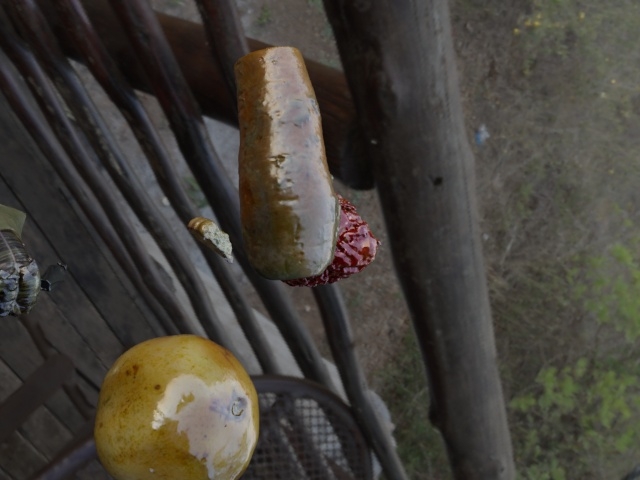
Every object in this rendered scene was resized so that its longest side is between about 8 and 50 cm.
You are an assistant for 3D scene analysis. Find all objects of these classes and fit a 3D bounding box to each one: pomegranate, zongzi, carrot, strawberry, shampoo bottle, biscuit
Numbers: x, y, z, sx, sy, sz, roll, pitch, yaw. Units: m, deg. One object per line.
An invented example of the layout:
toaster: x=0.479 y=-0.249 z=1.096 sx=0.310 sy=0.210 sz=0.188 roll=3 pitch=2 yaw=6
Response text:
pomegranate: x=-0.351 y=0.432 z=1.809 sx=0.417 sy=0.417 sz=0.416 roll=-26 pitch=130 yaw=-36
zongzi: x=-0.559 y=0.017 z=1.375 sx=0.317 sy=0.289 sz=0.154 roll=-22 pitch=138 yaw=-63
carrot: x=-0.051 y=-0.097 z=1.007 sx=0.139 sy=0.139 sz=0.302 roll=-10 pitch=89 yaw=-45
strawberry: x=0.000 y=0.000 z=1.254 sx=0.187 sy=0.201 sz=0.184 roll=85 pitch=28 yaw=-45
shampoo bottle: x=-0.590 y=0.079 z=1.680 sx=0.027 sy=0.137 sz=0.048 roll=-34 pitch=102 yaw=7
biscuit: x=-0.286 y=-0.015 z=1.986 sx=0.061 sy=0.118 sz=0.183 roll=-54 pitch=153 yaw=-9
